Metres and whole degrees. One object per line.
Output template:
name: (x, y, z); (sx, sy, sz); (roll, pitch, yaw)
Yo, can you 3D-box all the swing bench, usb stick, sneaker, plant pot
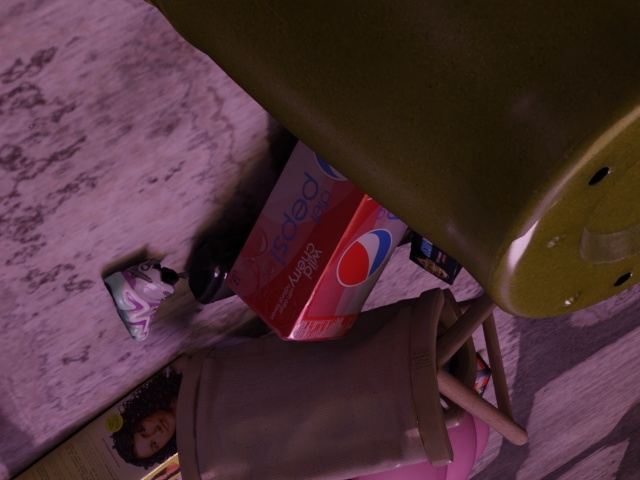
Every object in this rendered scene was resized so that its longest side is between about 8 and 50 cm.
swing bench: (0.029, 0.145, 1.330); (0.253, 0.165, 0.255); (-15, 170, 23)
usb stick: (0.000, 0.000, 1.325); (0.278, 0.045, 0.077); (-16, 147, -36)
sneaker: (-0.145, 0.048, 1.239); (0.069, 0.038, 0.098); (-29, 154, -11)
plant pot: (0.103, -0.156, 0.835); (0.366, 0.353, 0.366); (-28, 154, -15)

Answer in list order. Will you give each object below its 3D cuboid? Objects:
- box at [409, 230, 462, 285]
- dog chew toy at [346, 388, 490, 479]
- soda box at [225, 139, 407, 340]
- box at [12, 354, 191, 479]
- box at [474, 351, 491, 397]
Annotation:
box: (0.156, -0.080, 1.238); (0.220, 0.051, 0.175); (-57, 172, -12)
dog chew toy: (0.090, 0.239, 1.677); (0.332, 0.206, 0.206); (-11, 145, -54)
soda box: (0.025, -0.044, 1.179); (0.083, 0.092, 0.263); (0, 125, -50)
box: (-0.198, 0.218, 1.409); (0.232, 0.087, 0.058); (-38, 156, 1)
box: (0.160, 0.239, 1.933); (0.114, 0.036, 0.207); (-25, 152, -22)
